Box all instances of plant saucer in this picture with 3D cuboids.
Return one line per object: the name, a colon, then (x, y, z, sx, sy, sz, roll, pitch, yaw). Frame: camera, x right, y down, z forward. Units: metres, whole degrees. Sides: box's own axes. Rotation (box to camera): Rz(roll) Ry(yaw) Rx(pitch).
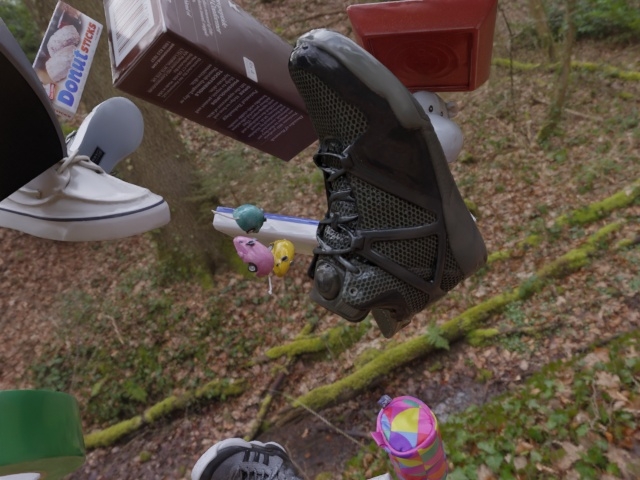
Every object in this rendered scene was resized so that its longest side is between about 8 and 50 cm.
plant saucer: (0.199, -0.359, 0.920, 0.259, 0.048, 0.258, 3, -13, 17)

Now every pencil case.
pencil case: (0.156, 0.351, 0.803, 0.104, 0.236, 0.104, -13, 45, 13)

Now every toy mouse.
toy mouse: (-0.083, -0.004, 0.634, 0.031, 0.143, 0.161, -34, 32, 19)

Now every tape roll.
tape roll: (-0.436, 0.257, 0.514, 0.321, 0.077, 0.321, -18, -24, -8)

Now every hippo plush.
hippo plush: (0.216, -0.187, 1.011, 0.237, 0.234, 0.294, -56, 33, 36)

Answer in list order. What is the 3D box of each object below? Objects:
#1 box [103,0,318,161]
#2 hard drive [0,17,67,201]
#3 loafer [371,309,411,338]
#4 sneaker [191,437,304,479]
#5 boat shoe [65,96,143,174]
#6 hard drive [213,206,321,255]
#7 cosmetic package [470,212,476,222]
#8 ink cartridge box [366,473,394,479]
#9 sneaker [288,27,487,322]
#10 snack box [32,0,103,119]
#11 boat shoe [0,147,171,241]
box: (-0.159, -0.297, 0.825, 0.143, 0.191, 0.381, -29, -25, 29)
hard drive: (-0.281, -0.081, 0.344, 0.172, 0.054, 0.254, -44, 2, -19)
loafer: (0.111, 0.097, 0.668, 0.050, 0.056, 0.148, -21, -21, -16)
sneaker: (-0.129, 0.496, 0.983, 0.153, 0.268, 0.101, 23, 87, 41)
boat shoe: (-0.455, -0.162, 0.932, 0.104, 0.113, 0.306, -10, 53, 29)
hard drive: (0.000, 0.000, 0.841, 0.318, 0.040, 0.210, 8, -8, 13)
cosmetic package: (0.161, -0.070, 0.796, 0.085, 0.231, 0.117, -31, -30, -2)
ink cartridge box: (0.110, 0.510, 0.740, 0.086, 0.153, 0.208, -27, 20, 16)
sneaker: (0.026, -0.027, 0.343, 0.130, 0.228, 0.087, -40, 28, -12)
snack box: (-0.360, -0.256, 0.667, 0.022, 0.064, 0.178, -25, 53, 39)
boat shoe: (-0.289, -0.061, 0.519, 0.267, 0.088, 0.096, 10, 24, 22)
